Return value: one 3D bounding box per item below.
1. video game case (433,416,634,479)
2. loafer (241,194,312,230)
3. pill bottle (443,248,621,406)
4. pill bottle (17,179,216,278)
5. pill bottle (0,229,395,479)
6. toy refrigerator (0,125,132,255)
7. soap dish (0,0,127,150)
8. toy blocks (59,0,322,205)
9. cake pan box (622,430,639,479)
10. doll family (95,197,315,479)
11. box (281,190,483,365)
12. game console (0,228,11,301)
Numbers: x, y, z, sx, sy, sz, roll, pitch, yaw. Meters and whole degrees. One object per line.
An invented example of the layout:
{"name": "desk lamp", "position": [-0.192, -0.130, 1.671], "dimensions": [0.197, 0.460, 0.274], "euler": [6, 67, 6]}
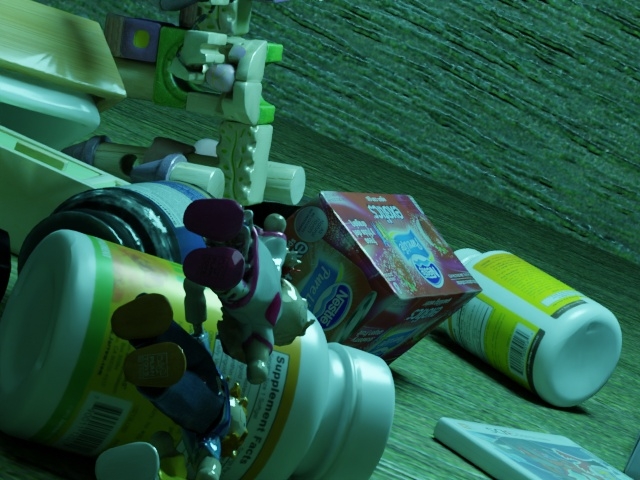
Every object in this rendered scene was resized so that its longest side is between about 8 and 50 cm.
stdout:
{"name": "video game case", "position": [0.223, 0.212, 1.695], "dimensions": [0.183, 0.023, 0.201], "euler": [13, 13, -45]}
{"name": "loafer", "position": [0.000, 0.000, 2.262], "dimensions": [0.220, 0.080, 0.078], "euler": [20, 18, 17]}
{"name": "pill bottle", "position": [0.213, 0.085, 2.108], "dimensions": [0.117, 0.117, 0.215], "euler": [15, 12, -41]}
{"name": "pill bottle", "position": [-0.156, 0.016, 1.587], "dimensions": [0.123, 0.122, 0.219], "euler": [25, 12, 14]}
{"name": "pill bottle", "position": [-0.080, 0.091, 1.290], "dimensions": [0.246, 0.136, 0.136], "euler": [19, 10, -24]}
{"name": "toy refrigerator", "position": [-0.242, -0.034, 1.766], "dimensions": [0.270, 0.094, 0.102], "euler": [25, 9, 8]}
{"name": "soap dish", "position": [-0.366, -0.168, 1.891], "dimensions": [0.291, 0.118, 0.229], "euler": [15, -22, -34]}
{"name": "toy blocks", "position": [-0.172, -0.179, 2.001], "dimensions": [0.260, 0.288, 0.309], "euler": [11, 9, 20]}
{"name": "cake pan box", "position": [0.430, 0.233, 1.944], "dimensions": [0.246, 0.070, 0.267], "euler": [26, 10, 9]}
{"name": "doll family", "position": [-0.069, 0.108, 1.084], "dimensions": [0.118, 0.263, 0.163], "euler": [-7, -25, 13]}
{"name": "box", "position": [0.033, 0.040, 1.790], "dimensions": [0.122, 0.128, 0.257], "euler": [54, 17, 12]}
{"name": "game console", "position": [-0.328, 0.013, 1.443], "dimensions": [0.213, 0.044, 0.361], "euler": [20, 10, -14]}
